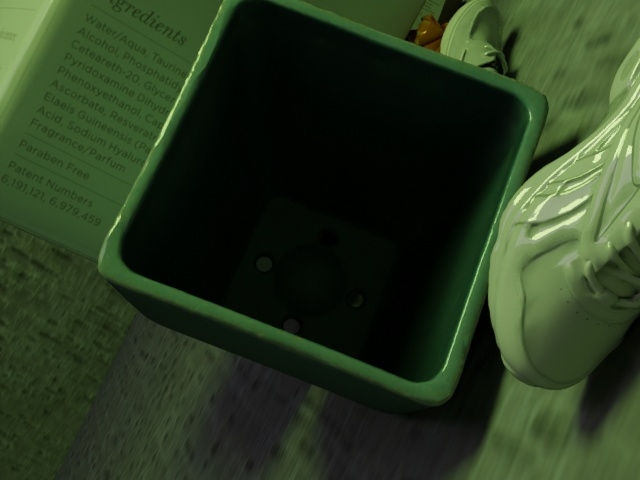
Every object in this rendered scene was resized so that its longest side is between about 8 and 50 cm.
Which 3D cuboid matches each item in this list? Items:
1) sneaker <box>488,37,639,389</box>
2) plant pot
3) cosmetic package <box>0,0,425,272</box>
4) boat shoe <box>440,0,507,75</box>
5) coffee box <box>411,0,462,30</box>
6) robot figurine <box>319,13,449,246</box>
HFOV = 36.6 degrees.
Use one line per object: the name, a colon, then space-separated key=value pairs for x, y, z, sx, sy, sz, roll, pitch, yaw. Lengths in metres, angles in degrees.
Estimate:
sneaker: x=0.168 y=-0.018 z=0.488 sx=0.232 sy=0.090 sz=0.115 roll=-61 pitch=17 yaw=9
plant pot: x=0.000 y=0.000 z=0.774 sx=0.252 sy=0.248 sz=0.247 roll=102 pitch=-171 yaw=-69
cosmetic package: x=-0.168 y=-0.177 z=1.009 sx=0.393 sy=0.327 sz=0.329 roll=-62 pitch=30 yaw=-1
boat shoe: x=0.140 y=-0.147 z=0.888 sx=0.063 sy=0.066 sz=0.184 roll=-11 pitch=50 yaw=55
coffee box: x=0.062 y=-0.204 z=1.194 sx=0.246 sy=0.098 sz=0.141 roll=-64 pitch=13 yaw=-2
robot figurine: x=0.058 y=-0.088 z=1.015 sx=0.291 sy=0.085 sz=0.211 roll=-63 pitch=18 yaw=0
